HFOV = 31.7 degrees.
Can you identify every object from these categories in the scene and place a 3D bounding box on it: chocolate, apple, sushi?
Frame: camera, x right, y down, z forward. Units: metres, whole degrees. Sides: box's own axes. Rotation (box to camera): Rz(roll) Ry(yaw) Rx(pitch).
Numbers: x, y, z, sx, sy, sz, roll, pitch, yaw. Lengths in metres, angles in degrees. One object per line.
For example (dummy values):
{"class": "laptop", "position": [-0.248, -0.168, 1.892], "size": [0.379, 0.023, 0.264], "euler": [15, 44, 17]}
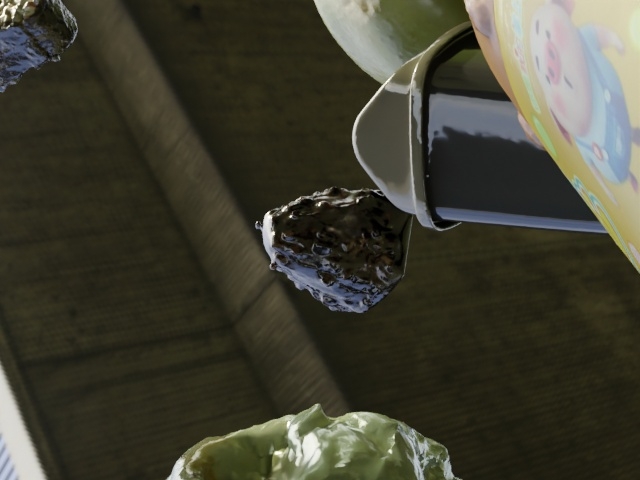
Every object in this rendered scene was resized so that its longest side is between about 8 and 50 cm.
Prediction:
{"class": "chocolate", "position": [0.000, 0.000, 1.229], "size": [0.133, 0.156, 0.156], "euler": [17, -137, -37]}
{"class": "apple", "position": [0.174, -0.329, 1.351], "size": [0.357, 0.357, 0.357], "euler": [19, -137, -19]}
{"class": "sushi", "position": [-0.331, -0.215, 1.173], "size": [0.078, 0.150, 0.090], "euler": [46, -146, -44]}

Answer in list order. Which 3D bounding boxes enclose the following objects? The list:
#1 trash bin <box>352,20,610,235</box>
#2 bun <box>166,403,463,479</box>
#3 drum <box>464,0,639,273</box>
{"class": "trash bin", "position": [0.195, -0.101, 1.017], "size": [0.290, 0.182, 0.209], "euler": [10, -155, 30]}
{"class": "bun", "position": [-0.003, 0.137, 0.411], "size": [0.204, 0.213, 0.126], "euler": [-30, -69, -35]}
{"class": "drum", "position": [0.278, -0.125, 0.439], "size": [0.431, 0.431, 0.214], "euler": [8, -143, -30]}
